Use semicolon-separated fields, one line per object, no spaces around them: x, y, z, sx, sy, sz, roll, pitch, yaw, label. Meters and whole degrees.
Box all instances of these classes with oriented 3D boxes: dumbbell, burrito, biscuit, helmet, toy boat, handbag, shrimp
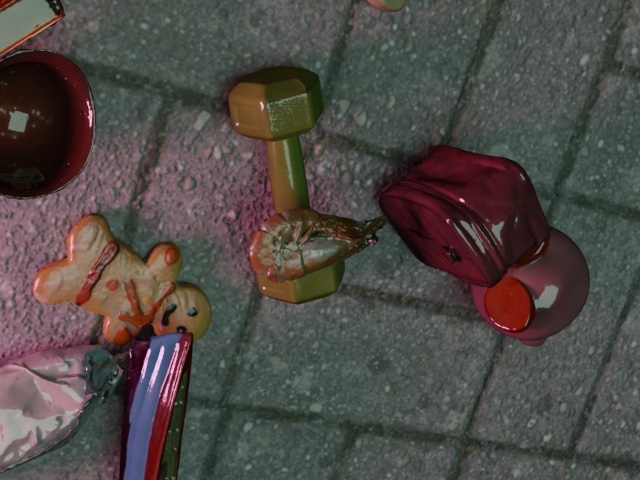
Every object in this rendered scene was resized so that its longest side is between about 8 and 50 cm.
-0.040;-0.067;1.513;0.108;0.121;0.302;-29;119;-42;dumbbell
-0.425;0.229;1.466;0.445;0.101;0.139;-18;94;-16;burrito
-0.240;0.064;1.525;0.234;0.030;0.153;34;96;-27;biscuit
-0.346;-0.145;1.363;0.155;0.106;0.175;3;109;-28;helmet
-0.218;0.282;1.554;0.079;0.136;0.392;10;118;6;toy boat
0.184;-0.032;1.548;0.135;0.225;0.146;-40;117;-14;handbag
0.000;0.000;1.467;0.184;0.043;0.091;-10;108;-18;shrimp
-0.381;-0.231;1.308;0.190;0.127;0.063;-33;118;-7;handbag

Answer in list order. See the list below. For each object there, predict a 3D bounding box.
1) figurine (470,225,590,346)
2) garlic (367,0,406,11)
0.296;0.060;1.661;0.173;0.173;0.173;-7;111;-19;figurine
0.079;-0.325;1.509;0.053;0.041;0.083;-42;127;-18;garlic
